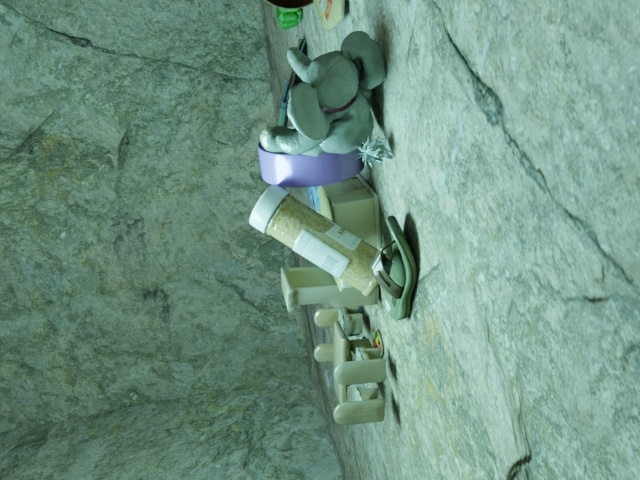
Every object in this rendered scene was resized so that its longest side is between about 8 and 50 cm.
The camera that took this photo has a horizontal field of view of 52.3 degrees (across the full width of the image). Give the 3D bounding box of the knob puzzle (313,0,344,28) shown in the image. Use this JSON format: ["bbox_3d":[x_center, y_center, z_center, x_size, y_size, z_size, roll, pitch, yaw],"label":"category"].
[{"bbox_3d":[0.035,-0.631,1.671,0.213,0.030,0.213,173,90,-71],"label":"knob puzzle"}]

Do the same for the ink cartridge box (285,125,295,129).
[{"bbox_3d":[-0.068,-0.351,2.511,0.061,0.104,0.181,105,154,-71],"label":"ink cartridge box"}]

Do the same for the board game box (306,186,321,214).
[{"bbox_3d":[-0.008,-0.105,2.296,0.160,0.039,0.211,125,136,-78],"label":"board game box"}]

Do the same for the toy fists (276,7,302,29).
[{"bbox_3d":[-0.109,-0.838,2.266,0.279,0.096,0.142,116,154,-79],"label":"toy fists"}]

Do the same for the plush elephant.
[{"bbox_3d":[0.012,-0.321,1.446,0.330,0.272,0.255,34,156,39],"label":"plush elephant"}]

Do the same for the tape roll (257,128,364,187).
[{"bbox_3d":[-0.024,-0.227,1.721,0.275,0.275,0.090,-117,20,-65],"label":"tape roll"}]

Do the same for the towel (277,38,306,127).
[{"bbox_3d":[-0.113,-0.564,2.473,0.370,0.040,0.271,126,159,-78],"label":"towel"}]

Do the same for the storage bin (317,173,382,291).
[{"bbox_3d":[0.077,-0.034,1.802,0.260,0.123,0.262,-116,17,-66],"label":"storage bin"}]

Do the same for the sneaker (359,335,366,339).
[{"bbox_3d":[0.148,0.349,2.112,0.037,0.032,0.083,25,129,62],"label":"sneaker"}]

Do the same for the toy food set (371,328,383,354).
[{"bbox_3d":[0.167,0.301,1.925,0.083,0.020,0.082,104,156,-72],"label":"toy food set"}]

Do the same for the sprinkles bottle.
[{"bbox_3d":[0.000,0.000,1.618,0.121,0.355,0.121,-57,-4,-7],"label":"sprinkles bottle"}]

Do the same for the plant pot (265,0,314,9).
[{"bbox_3d":[-0.079,-0.799,1.796,0.215,0.216,0.230,91,-179,-54],"label":"plant pot"}]

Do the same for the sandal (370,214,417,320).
[{"bbox_3d":[0.159,0.079,1.472,0.120,0.086,0.302,-108,12,-47],"label":"sandal"}]

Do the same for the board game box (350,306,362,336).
[{"bbox_3d":[0.090,0.190,2.265,0.165,0.042,0.243,91,166,-56],"label":"board game box"}]

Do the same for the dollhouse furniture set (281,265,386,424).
[{"bbox_3d":[0.024,0.283,1.908,0.362,0.257,0.393,-116,24,-68],"label":"dollhouse furniture set"}]
